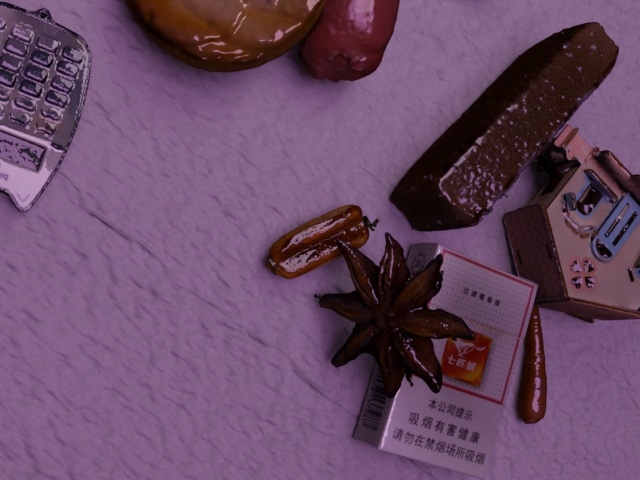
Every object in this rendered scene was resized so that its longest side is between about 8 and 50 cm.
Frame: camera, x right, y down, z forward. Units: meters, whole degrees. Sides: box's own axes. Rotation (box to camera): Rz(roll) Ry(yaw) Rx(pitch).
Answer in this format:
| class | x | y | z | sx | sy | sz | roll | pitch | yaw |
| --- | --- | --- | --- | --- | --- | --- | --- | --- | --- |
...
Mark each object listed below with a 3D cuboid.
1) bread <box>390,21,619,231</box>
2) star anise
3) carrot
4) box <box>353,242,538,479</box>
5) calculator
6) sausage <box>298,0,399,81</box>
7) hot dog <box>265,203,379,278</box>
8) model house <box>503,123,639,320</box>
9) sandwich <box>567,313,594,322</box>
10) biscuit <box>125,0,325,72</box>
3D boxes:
| class | x | y | z | sx | sy | sz | roll | pitch | yaw |
| --- | --- | --- | --- | --- | --- | --- | --- | --- | --- |
| bread | 0.300 | -0.182 | 1.343 | 0.416 | 0.165 | 0.113 | -46 | 106 | -17 |
| star anise | 0.116 | 0.103 | 1.214 | 0.103 | 0.272 | 0.271 | -18 | 98 | -52 |
| carrot | 0.369 | 0.209 | 1.443 | 0.048 | 0.048 | 0.216 | 7 | 82 | -25 |
| box | 0.203 | 0.190 | 1.335 | 0.210 | 0.095 | 0.330 | 22 | 79 | -24 |
| calculator | -0.402 | -0.182 | 1.083 | 0.177 | 0.040 | 0.268 | 23 | 80 | -24 |
| sausage | 0.043 | -0.372 | 1.233 | 0.152 | 0.152 | 0.279 | 13 | 85 | -24 |
| hot dog | 0.000 | 0.000 | 1.261 | 0.188 | 0.055 | 0.072 | -24 | 103 | -23 |
| model house | 0.437 | 0.004 | 1.387 | 0.326 | 0.169 | 0.244 | 45 | 74 | -10 |
| sandwich | 0.471 | 0.126 | 1.488 | 0.083 | 0.044 | 0.030 | 20 | 85 | -21 |
| biscuit | -0.127 | -0.374 | 1.143 | 0.297 | 0.102 | 0.296 | 0 | 85 | 2 |
